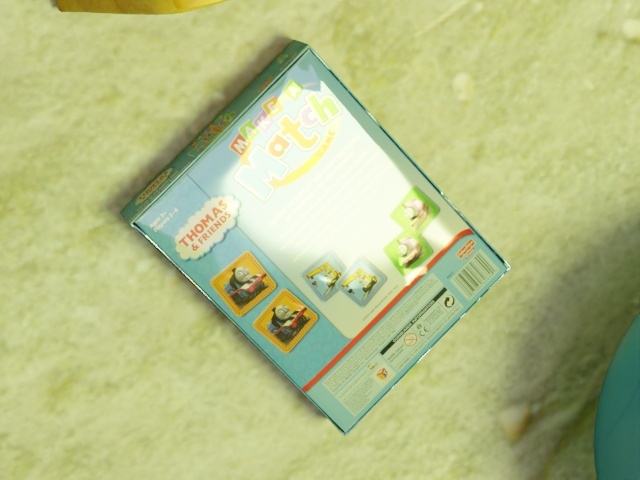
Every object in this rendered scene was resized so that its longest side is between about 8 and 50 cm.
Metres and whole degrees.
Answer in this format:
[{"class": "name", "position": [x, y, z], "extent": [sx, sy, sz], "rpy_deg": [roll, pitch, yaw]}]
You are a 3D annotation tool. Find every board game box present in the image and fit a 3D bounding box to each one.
[{"class": "board game box", "position": [0.000, 0.000, 1.221], "extent": [0.160, 0.039, 0.211], "rpy_deg": [-45, 113, -3]}]

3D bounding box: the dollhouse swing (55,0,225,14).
[{"class": "dollhouse swing", "position": [-0.028, -0.302, 0.994], "extent": [0.315, 0.305, 0.347], "rpy_deg": [-18, 109, -13]}]

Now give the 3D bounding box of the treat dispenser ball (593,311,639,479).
[{"class": "treat dispenser ball", "position": [0.324, 0.136, 1.227], "extent": [0.288, 0.288, 0.288], "rpy_deg": [-4, 105, -17]}]
